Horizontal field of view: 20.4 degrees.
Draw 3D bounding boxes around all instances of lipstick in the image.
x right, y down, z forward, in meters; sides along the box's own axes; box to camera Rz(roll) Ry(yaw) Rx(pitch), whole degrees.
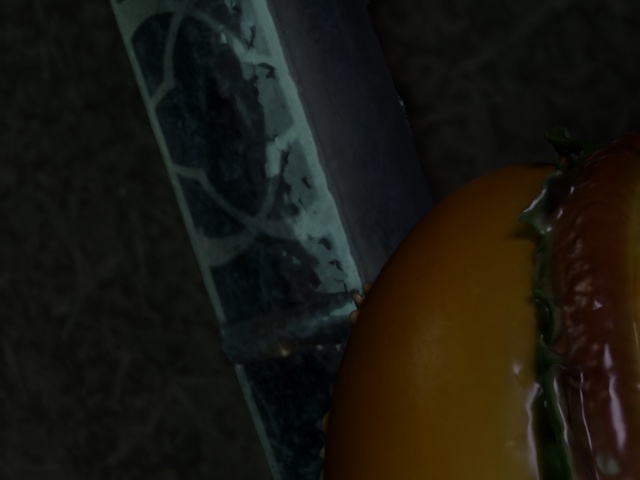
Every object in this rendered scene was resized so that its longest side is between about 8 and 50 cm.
[{"bbox_3d":[0.000,0.000,0.651,0.077,0.076,0.290,-16,95,34],"label":"lipstick"}]

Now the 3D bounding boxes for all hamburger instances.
[{"bbox_3d":[0.093,0.083,0.528,0.170,0.246,0.246,-13,99,19],"label":"hamburger"}]
